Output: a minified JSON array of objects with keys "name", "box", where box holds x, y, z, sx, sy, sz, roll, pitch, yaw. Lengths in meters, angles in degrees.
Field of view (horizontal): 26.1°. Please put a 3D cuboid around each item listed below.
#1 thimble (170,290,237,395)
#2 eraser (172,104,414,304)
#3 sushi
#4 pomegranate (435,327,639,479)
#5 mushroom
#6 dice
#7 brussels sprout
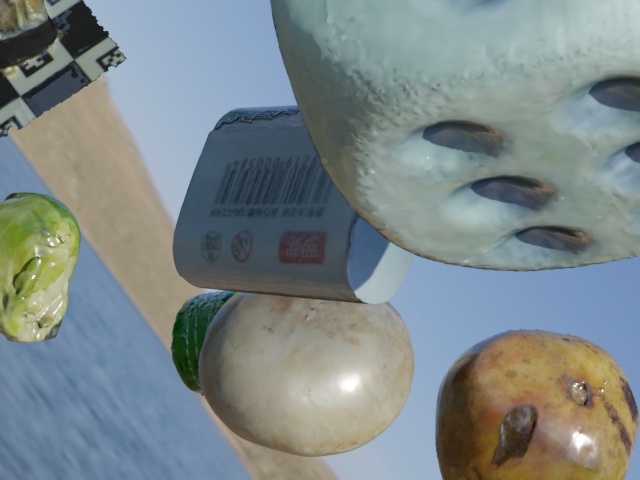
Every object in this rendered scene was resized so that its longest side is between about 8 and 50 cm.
[{"name":"thimble","box":[-0.118,0.124,1.661,0.118,0.090,0.130,17,67,-60]},{"name":"eraser","box":[-0.013,-0.036,1.160,0.081,0.174,0.227,33,-19,-37]},{"name":"sushi","box":[-0.485,-0.251,1.796,0.296,0.373,0.100,52,-8,33]},{"name":"pomegranate","box":[0.282,0.247,1.829,0.281,0.281,0.281,52,-8,10]},{"name":"mushroom","box":[-0.015,0.132,1.448,0.226,0.226,0.178,49,-26,33]},{"name":"dice","box":[0.137,-0.148,0.822,0.268,0.264,0.262,42,41,-54]},{"name":"brussels sprout","box":[-0.363,0.029,1.676,0.145,0.183,0.131,23,10,29]}]
